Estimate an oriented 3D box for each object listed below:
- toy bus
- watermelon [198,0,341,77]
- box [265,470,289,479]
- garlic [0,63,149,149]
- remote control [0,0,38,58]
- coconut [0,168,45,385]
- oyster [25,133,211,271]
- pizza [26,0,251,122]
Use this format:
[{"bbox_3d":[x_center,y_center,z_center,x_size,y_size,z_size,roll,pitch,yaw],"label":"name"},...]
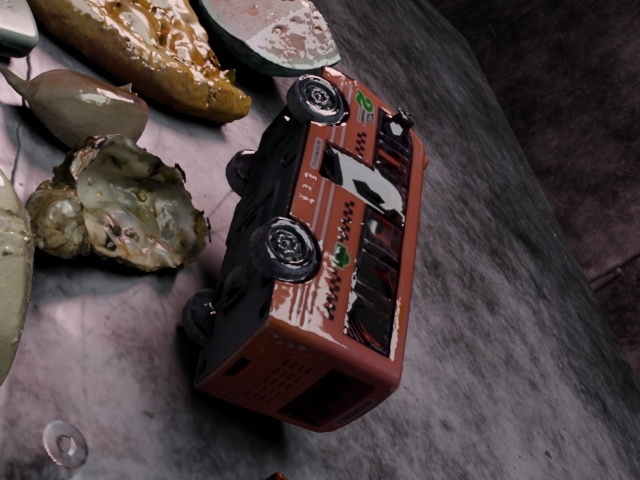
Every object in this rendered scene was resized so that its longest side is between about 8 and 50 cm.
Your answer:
[{"bbox_3d":[0.000,0.000,1.070,0.233,0.203,0.427,28,47,-19],"label":"toy bus"},{"bbox_3d":[-0.130,-0.401,1.636,0.322,0.188,0.175,53,-22,16],"label":"watermelon"},{"bbox_3d":[-0.041,0.298,0.951,0.051,0.023,0.082,45,25,-20],"label":"box"},{"bbox_3d":[-0.297,-0.165,1.067,0.198,0.090,0.128,2,39,-53],"label":"garlic"},{"bbox_3d":[-0.444,-0.281,0.967,0.296,0.056,0.140,1,58,-60],"label":"remote control"},{"bbox_3d":[-0.320,0.023,0.549,0.245,0.245,0.247,58,18,12],"label":"coconut"},{"bbox_3d":[-0.225,-0.023,1.002,0.294,0.094,0.166,38,42,-57],"label":"oyster"},{"bbox_3d":[-0.258,-0.323,1.336,0.392,0.080,0.435,49,28,-13],"label":"pizza"}]
